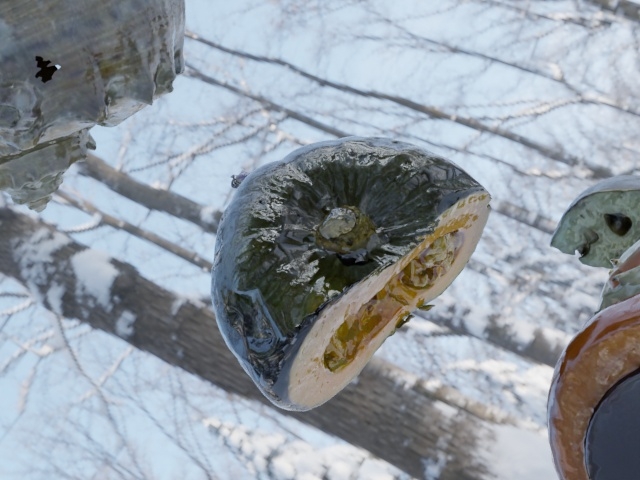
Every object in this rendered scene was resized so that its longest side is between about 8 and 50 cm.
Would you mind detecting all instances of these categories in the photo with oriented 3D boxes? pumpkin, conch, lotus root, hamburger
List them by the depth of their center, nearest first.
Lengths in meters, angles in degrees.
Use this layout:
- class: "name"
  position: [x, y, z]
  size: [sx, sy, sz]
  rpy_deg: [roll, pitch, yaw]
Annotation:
- class: "hamburger"
  position: [0.373, 0.140, 0.878]
  size: [0.250, 0.330, 0.329]
  rpy_deg: [-46, -32, -50]
- class: "conch"
  position: [-0.223, -0.189, 0.891]
  size: [0.297, 0.210, 0.352]
  rpy_deg: [-22, -40, -43]
- class: "pumpkin"
  position: [0.000, 0.000, 1.088]
  size: [0.325, 0.232, 0.242]
  rpy_deg: [-42, -24, -21]
- class: "lotus root"
  position: [0.452, -0.020, 1.449]
  size: [0.119, 0.235, 0.138]
  rpy_deg: [-12, -68, -63]

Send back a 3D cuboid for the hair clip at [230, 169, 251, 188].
- class: "hair clip"
  position: [-0.027, -0.061, 1.804]
  size: [0.106, 0.292, 0.084]
  rpy_deg: [-55, -11, -48]
